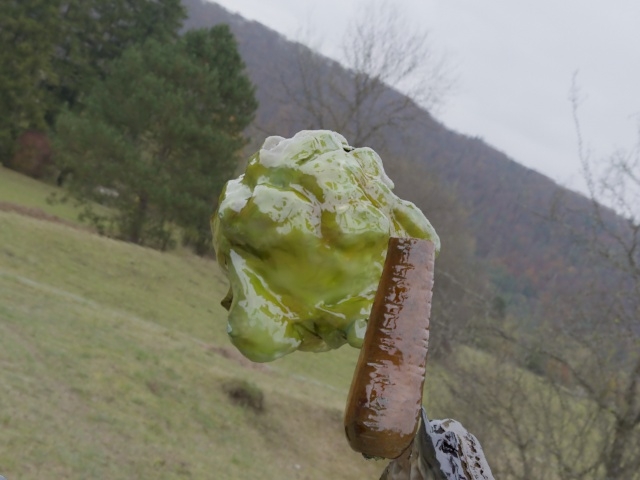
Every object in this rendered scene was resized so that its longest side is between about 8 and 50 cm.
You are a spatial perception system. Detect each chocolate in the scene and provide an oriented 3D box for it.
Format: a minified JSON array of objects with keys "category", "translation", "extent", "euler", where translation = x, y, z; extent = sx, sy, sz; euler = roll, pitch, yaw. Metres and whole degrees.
[{"category":"chocolate","translation":[0.030,0.244,0.508],"extent":[0.065,0.329,0.102],"euler":[9,39,-25]}]

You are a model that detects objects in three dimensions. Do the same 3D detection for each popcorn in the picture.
[{"category":"popcorn","translation":[0.001,0.000,0.985],"extent":[0.274,0.279,0.335],"euler":[-9,2,-10]}]

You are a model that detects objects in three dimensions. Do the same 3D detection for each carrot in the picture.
[{"category":"carrot","translation":[0.031,0.045,0.327],"extent":[0.032,0.093,0.032],"euler":[10,-9,2]}]

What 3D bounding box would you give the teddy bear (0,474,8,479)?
[{"category":"teddy bear","translation":[-0.399,0.300,0.802],"extent":[0.250,0.171,0.144],"euler":[-8,50,-5]}]
